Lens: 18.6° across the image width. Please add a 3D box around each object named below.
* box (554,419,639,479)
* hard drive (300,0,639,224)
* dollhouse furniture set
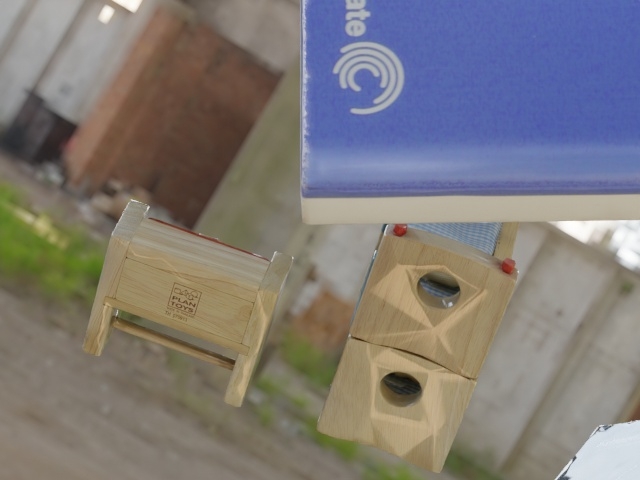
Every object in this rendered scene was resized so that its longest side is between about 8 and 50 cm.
[{"bbox_3d":[0.251,0.304,1.370,0.212,0.395,0.293,54,-37,-10],"label":"box"},{"bbox_3d":[0.152,-0.109,0.667,0.318,0.210,0.040,-1,-23,1],"label":"hard drive"},{"bbox_3d":[0.000,0.000,0.958,0.183,0.129,0.129,19,35,1],"label":"dollhouse furniture set"}]
